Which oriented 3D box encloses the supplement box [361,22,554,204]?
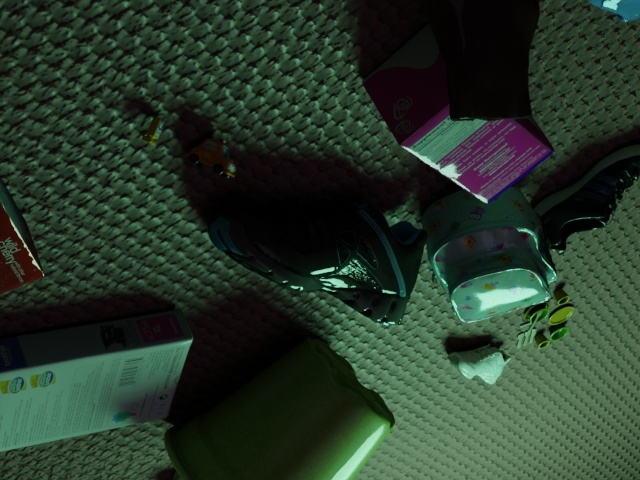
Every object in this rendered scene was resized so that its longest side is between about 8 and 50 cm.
[{"bbox_3d":[0.166,-0.146,1.510,0.114,0.111,0.220,-39,145,17],"label":"supplement box"}]

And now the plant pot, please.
[{"bbox_3d":[-0.040,0.286,1.845,0.254,0.276,0.276,-46,145,4],"label":"plant pot"}]

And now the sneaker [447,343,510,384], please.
[{"bbox_3d":[0.261,0.195,2.105,0.061,0.053,0.152,-50,148,15],"label":"sneaker"}]

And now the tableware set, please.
[{"bbox_3d":[0.383,0.134,2.128,0.104,0.024,0.154,-19,145,-14],"label":"tableware set"}]

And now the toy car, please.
[{"bbox_3d":[-0.136,-0.105,1.401,0.122,0.060,0.040,26,87,-59],"label":"toy car"}]

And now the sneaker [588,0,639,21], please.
[{"bbox_3d":[0.406,-0.321,1.494,0.240,0.091,0.126,-9,161,-28],"label":"sneaker"}]

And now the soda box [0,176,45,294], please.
[{"bbox_3d":[-0.367,-0.044,1.285,0.092,0.083,0.263,-23,147,-7],"label":"soda box"}]

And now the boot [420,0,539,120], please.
[{"bbox_3d":[0.142,-0.227,1.304,0.248,0.206,0.090,-1,-179,-43],"label":"boot"}]

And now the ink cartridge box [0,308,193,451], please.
[{"bbox_3d":[-0.331,0.187,1.645,0.311,0.065,0.185,-10,143,-29],"label":"ink cartridge box"}]

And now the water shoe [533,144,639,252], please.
[{"bbox_3d":[0.402,-0.056,1.833,0.203,0.080,0.073,-35,147,10],"label":"water shoe"}]

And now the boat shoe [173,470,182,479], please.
[{"bbox_3d":[-0.214,0.416,2.066,0.056,0.048,0.153,-33,156,-16],"label":"boat shoe"}]

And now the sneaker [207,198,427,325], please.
[{"bbox_3d":[0.000,0.000,1.616,0.341,0.125,0.139,20,96,-46],"label":"sneaker"}]

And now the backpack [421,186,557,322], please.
[{"bbox_3d":[0.227,0.015,1.739,0.166,0.144,0.188,-16,137,16],"label":"backpack"}]
